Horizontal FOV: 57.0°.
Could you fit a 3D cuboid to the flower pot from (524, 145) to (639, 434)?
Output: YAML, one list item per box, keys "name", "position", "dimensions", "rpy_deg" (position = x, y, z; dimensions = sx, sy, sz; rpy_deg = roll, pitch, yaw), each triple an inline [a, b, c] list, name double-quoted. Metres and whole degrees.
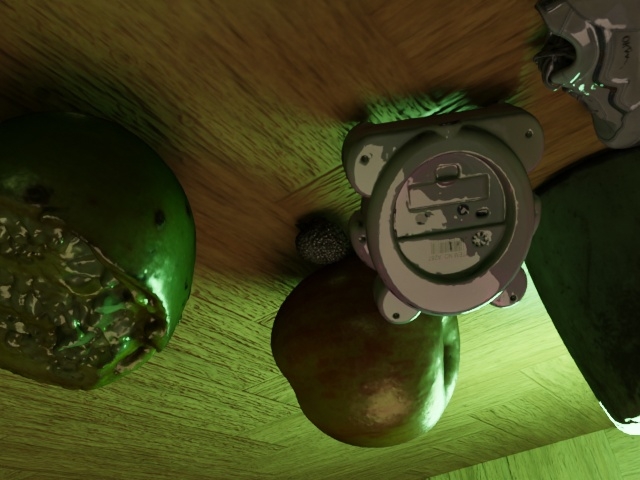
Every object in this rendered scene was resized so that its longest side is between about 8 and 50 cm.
- name: "flower pot"
  position: [0.461, 0.079, 0.825]
  dimensions: [0.294, 0.330, 0.293]
  rpy_deg: [-7, 149, -4]

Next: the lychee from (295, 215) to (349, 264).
- name: "lychee"
  position: [0.000, 0.000, 0.827]
  dimensions: [0.068, 0.083, 0.067]
  rpy_deg: [-60, 169, 10]

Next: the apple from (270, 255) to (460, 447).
- name: "apple"
  position: [0.063, 0.160, 0.894]
  dimensions: [0.302, 0.301, 0.301]
  rpy_deg: [-7, 147, -4]

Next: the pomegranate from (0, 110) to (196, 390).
- name: "pomegranate"
  position: [-0.290, -0.022, 0.611]
  dimensions: [0.359, 0.216, 0.310]
  rpy_deg: [35, 133, -9]

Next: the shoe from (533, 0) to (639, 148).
- name: "shoe"
  position: [0.291, -0.178, 0.613]
  dimensions: [0.138, 0.095, 0.245]
  rpy_deg: [-12, 143, 10]

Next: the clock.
- name: "clock"
  position: [0.146, -0.028, 0.698]
  dimensions: [0.228, 0.090, 0.247]
  rpy_deg: [-8, 111, -1]
